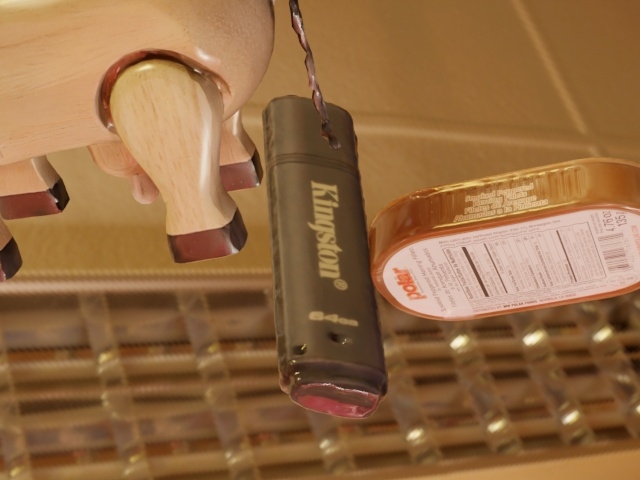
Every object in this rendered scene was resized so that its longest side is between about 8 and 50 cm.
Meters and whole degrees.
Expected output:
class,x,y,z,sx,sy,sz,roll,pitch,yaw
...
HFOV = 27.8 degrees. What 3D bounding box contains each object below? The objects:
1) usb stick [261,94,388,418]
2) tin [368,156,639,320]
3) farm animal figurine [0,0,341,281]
class,x,y,z,sx,sy,sz,roll,pitch,yaw
usb stick,0.000,0.000,0.891,0.077,0.045,0.278,16,-138,-21
tin,0.121,0.002,0.781,0.106,0.189,0.040,60,-154,-46
farm animal figurine,-0.161,-0.062,0.515,0.326,0.172,0.330,-14,-154,-6
